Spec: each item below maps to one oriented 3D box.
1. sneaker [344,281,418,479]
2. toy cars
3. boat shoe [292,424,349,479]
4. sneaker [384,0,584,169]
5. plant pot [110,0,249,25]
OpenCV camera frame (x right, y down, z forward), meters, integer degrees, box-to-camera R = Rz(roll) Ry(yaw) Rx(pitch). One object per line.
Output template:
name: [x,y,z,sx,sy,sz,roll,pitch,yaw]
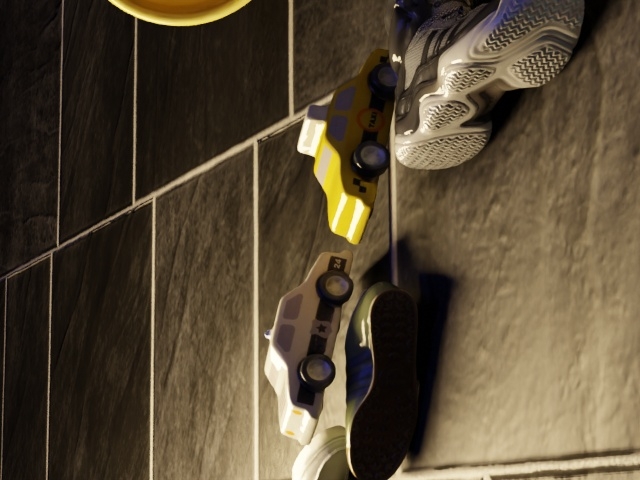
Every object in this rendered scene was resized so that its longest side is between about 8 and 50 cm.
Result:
sneaker: [0.055,0.131,1.538,0.086,0.064,0.192,-136,51,-74]
toy cars: [0.000,0.000,1.554,0.176,0.087,0.394,-82,6,-79]
boat shoe: [0.000,0.271,1.619,0.063,0.066,0.184,48,127,39]
sneaker: [0.127,-0.185,1.385,0.268,0.101,0.153,128,136,-52]
plant pot: [-0.174,-0.396,1.905,0.239,0.254,0.254,-118,38,-73]
